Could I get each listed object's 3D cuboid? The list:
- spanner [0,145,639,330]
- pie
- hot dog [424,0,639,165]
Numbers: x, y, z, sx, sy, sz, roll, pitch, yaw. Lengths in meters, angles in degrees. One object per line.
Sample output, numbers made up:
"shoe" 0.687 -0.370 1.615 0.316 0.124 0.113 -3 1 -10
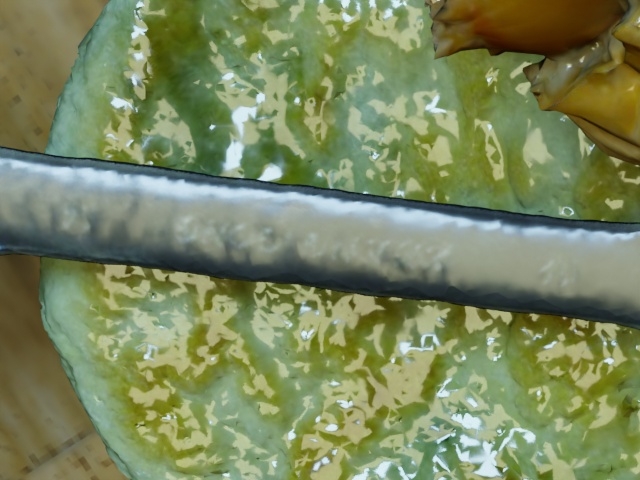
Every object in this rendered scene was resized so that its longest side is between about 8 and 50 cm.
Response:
"spanner" 0.000 0.000 0.383 0.254 0.015 0.054 7 100 10
"pie" 0.022 0.003 0.409 0.187 0.041 0.187 2 100 12
"hot dog" 0.143 -0.155 0.289 0.349 0.117 0.158 -39 130 11
